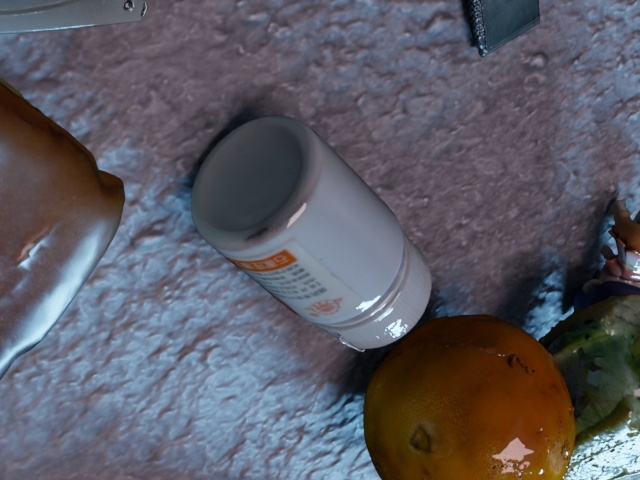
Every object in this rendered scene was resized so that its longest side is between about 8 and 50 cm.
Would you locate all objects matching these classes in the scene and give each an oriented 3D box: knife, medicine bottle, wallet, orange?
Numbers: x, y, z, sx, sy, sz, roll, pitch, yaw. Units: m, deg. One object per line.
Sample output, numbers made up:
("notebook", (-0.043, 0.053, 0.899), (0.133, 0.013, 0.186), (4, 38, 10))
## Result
("knife", (-0.207, -0.183, 0.982), (0.162, 0.023, 0.044), (-12, 119, -38))
("medicine bottle", (0.000, 0.000, 1.206), (0.144, 0.144, 0.252), (-54, 137, -3))
("wallet", (0.183, -0.259, 1.301), (0.088, 0.026, 0.129), (-32, 135, -19))
("orange", (0.166, 0.201, 1.425), (0.240, 0.240, 0.240), (-23, 129, -32))

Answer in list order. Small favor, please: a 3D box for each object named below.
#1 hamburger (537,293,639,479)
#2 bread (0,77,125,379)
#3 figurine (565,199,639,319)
("hamburger", (0.333, 0.188, 1.540), (0.192, 0.168, 0.288), (23, 131, -35))
("bread", (-0.337, -0.006, 0.883), (0.324, 0.143, 0.333), (-51, 139, -4))
("figurine", (0.379, 0.056, 1.636), (0.111, 0.102, 0.195), (9, 117, -11))
